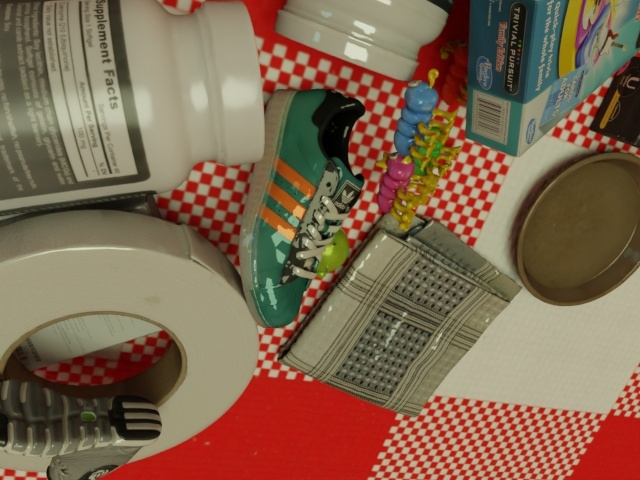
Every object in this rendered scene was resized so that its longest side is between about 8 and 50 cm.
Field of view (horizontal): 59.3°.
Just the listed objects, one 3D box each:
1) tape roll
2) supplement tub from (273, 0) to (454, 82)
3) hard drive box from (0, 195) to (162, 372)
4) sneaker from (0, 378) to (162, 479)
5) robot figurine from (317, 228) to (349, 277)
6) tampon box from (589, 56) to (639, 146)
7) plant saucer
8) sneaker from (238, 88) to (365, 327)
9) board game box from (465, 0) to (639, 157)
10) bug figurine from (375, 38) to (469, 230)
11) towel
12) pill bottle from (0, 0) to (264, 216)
[{"bbox_3d":[-0.268,0.137,0.677,0.392,0.072,0.392,-11,130,-14],"label":"tape roll"},{"bbox_3d":[0.071,-0.329,0.597,0.191,0.191,0.272,13,110,-21],"label":"supplement tub"},{"bbox_3d":[-0.306,0.047,0.721,0.232,0.089,0.181,-16,118,-8],"label":"hard drive box"},{"bbox_3d":[-0.309,0.235,0.638,0.228,0.086,0.132,20,120,-35],"label":"sneaker"},{"bbox_3d":[0.000,0.000,0.774,0.067,0.115,0.101,5,114,-19],"label":"robot figurine"},{"bbox_3d":[0.522,-0.191,0.847,0.161,0.101,0.120,13,110,-21],"label":"tampon box"},{"bbox_3d":[0.444,-0.017,0.941,0.278,0.041,0.278,-7,117,-14],"label":"plant saucer"},{"bbox_3d":[-0.015,-0.041,0.677,0.121,0.108,0.302,4,83,23],"label":"sneaker"},{"bbox_3d":[0.300,-0.289,0.637,0.336,0.079,0.254,-38,140,-24],"label":"board game box"},{"bbox_3d":[0.138,-0.140,0.715,0.072,0.279,0.216,26,129,15],"label":"bug figurine"},{"bbox_3d":[0.142,0.132,0.913,0.312,0.056,0.324,30,102,-26],"label":"towel"},{"bbox_3d":[-0.251,-0.141,0.580,0.363,0.210,0.210,-9,117,-13],"label":"pill bottle"}]
